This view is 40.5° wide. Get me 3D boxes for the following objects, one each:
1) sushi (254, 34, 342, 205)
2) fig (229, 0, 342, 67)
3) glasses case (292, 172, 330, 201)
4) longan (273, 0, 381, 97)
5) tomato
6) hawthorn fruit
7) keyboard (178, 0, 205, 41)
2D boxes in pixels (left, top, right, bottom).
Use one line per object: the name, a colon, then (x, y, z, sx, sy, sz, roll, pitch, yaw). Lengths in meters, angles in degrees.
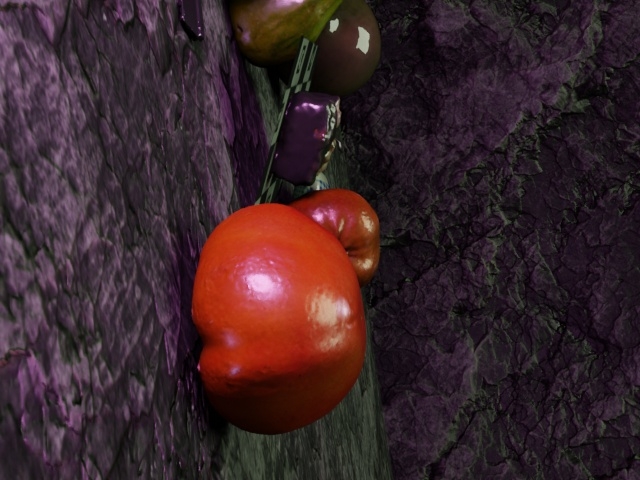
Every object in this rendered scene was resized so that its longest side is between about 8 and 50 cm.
sushi: (-0.007, -0.172, 1.439, 0.373, 0.099, 0.297, -66, 172, -79)
fig: (-0.062, -0.399, 1.458, 0.167, 0.233, 0.167, 23, 49, -29)
glasses case: (-0.014, -0.059, 1.733, 0.327, 0.076, 0.125, 73, 20, -83)
longan: (0.006, -0.422, 1.833, 0.258, 0.257, 0.258, -10, 90, -83)
tomato: (-0.042, 0.092, 0.956, 0.260, 0.179, 0.260, -8, 90, -82)
hawthorn fruit: (0.000, 0.000, 1.469, 0.225, 0.196, 0.197, -135, -148, -74)
keyboard: (-0.180, -0.361, 1.154, 0.060, 0.018, 0.196, 44, 36, -66)
